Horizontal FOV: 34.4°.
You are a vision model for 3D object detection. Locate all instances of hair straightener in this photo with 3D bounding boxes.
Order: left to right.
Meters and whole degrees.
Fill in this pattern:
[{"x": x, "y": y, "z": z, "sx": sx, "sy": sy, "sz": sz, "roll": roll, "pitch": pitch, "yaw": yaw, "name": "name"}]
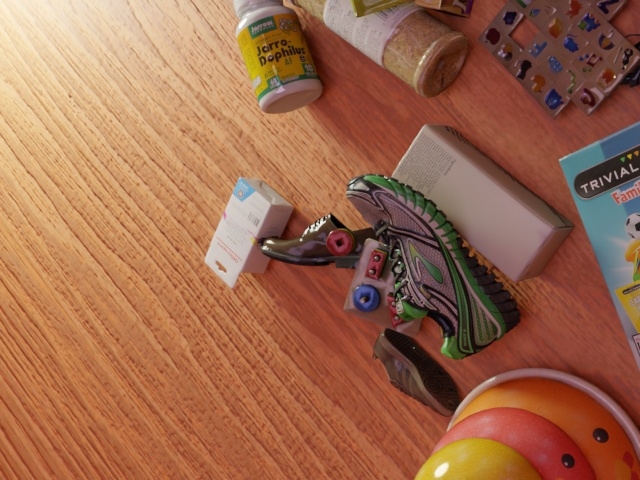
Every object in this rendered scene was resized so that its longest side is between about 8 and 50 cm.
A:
[{"x": 0.517, "y": -0.278, "z": 1.485, "sx": 0.230, "sy": 0.047, "sz": 0.089, "roll": -11, "pitch": 80, "yaw": 38, "name": "hair straightener"}]

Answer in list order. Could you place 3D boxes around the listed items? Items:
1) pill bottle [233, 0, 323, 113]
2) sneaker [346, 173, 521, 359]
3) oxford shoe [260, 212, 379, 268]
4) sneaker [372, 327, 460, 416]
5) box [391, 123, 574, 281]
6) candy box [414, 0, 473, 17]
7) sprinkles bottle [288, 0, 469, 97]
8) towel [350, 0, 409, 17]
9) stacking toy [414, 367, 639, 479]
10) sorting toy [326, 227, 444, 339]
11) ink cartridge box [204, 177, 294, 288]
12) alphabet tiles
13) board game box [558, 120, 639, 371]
[{"x": -0.081, "y": -0.339, "z": 1.825, "sx": 0.117, "sy": 0.117, "sz": 0.209, "roll": -24, "pitch": 79, "yaw": 32, "name": "pill bottle"}, {"x": 0.155, "y": 0.038, "z": 1.609, "sx": 0.146, "sy": 0.134, "sz": 0.343, "roll": -40, "pitch": 90, "yaw": -8, "name": "sneaker"}, {"x": 0.000, "y": 0.000, "z": 1.821, "sx": 0.227, "sy": 0.083, "sz": 0.096, "roll": 1, "pitch": 91, "yaw": 21, "name": "oxford shoe"}, {"x": 0.160, "y": 0.232, "z": 1.747, "sx": 0.188, "sy": 0.066, "sz": 0.071, "roll": 51, "pitch": 134, "yaw": 26, "name": "sneaker"}, {"x": 0.253, "y": -0.063, "z": 1.636, "sx": 0.275, "sy": 0.094, "sz": 0.113, "roll": 44, "pitch": 115, "yaw": 23, "name": "box"}, {"x": 0.213, "y": -0.452, "z": 1.628, "sx": 0.053, "sy": 0.109, "sz": 0.187, "roll": 19, "pitch": 103, "yaw": 31, "name": "candy box"}, {"x": 0.078, "y": -0.376, "z": 1.715, "sx": 0.355, "sy": 0.121, "sz": 0.121, "roll": 41, "pitch": 114, "yaw": 25, "name": "sprinkles bottle"}, {"x": 0.068, "y": -0.477, "z": 1.617, "sx": 0.102, "sy": 0.021, "sz": 0.237, "roll": -15, "pitch": 96, "yaw": 15, "name": "towel"}, {"x": 0.239, "y": 0.384, "z": 1.443, "sx": 0.350, "sy": 0.480, "sz": 0.351, "roll": 3, "pitch": 95, "yaw": 33, "name": "stacking toy"}, {"x": 0.123, "y": 0.084, "z": 1.715, "sx": 0.274, "sy": 0.046, "sz": 0.132, "roll": 20, "pitch": 101, "yaw": 12, "name": "sorting toy"}, {"x": -0.134, "y": -0.011, "z": 1.906, "sx": 0.104, "sy": 0.061, "sz": 0.181, "roll": 41, "pitch": 114, "yaw": 37, "name": "ink cartridge box"}, {"x": 0.371, "y": -0.309, "z": 1.571, "sx": 0.198, "sy": 0.009, "sz": 0.237, "roll": -51, "pitch": 59, "yaw": 26, "name": "alphabet tiles"}, {"x": 0.512, "y": -0.010, "z": 1.452, "sx": 0.253, "sy": 0.079, "sz": 0.336, "roll": -27, "pitch": 78, "yaw": 42, "name": "board game box"}]
